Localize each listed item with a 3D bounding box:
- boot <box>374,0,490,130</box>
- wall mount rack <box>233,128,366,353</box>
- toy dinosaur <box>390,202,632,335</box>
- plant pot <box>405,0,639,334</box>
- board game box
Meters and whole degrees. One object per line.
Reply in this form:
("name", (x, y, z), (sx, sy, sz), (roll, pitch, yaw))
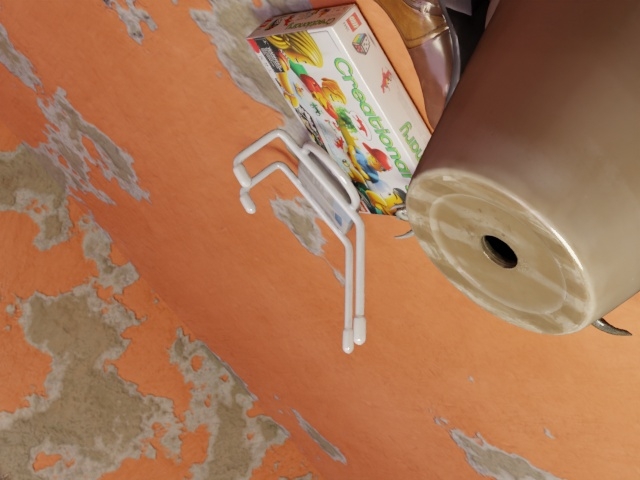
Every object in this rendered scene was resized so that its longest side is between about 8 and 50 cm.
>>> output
("boot", (0.058, -0.258, 1.117), (0.280, 0.096, 0.264), (31, 154, 29))
("wall mount rack", (0.000, 0.000, 1.480), (0.304, 0.130, 0.350), (51, 173, 6))
("toy dinosaur", (0.251, 0.000, 1.247), (0.313, 0.121, 0.160), (32, 163, -3))
("plant pot", (0.233, -0.077, 0.911), (0.323, 0.280, 0.323), (35, 156, 18))
("board game box", (0.048, -0.159, 1.347), (0.193, 0.053, 0.305), (8, 138, 54))
